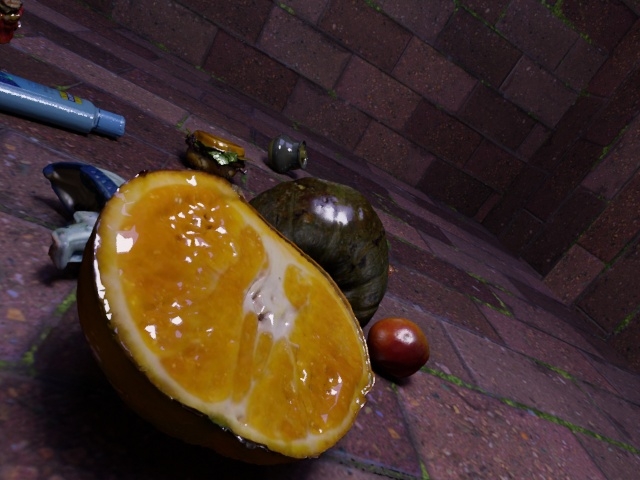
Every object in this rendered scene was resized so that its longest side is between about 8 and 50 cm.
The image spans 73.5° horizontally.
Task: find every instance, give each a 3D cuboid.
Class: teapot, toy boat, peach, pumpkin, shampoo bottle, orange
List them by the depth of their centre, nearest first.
[{"bbox_3d":[-0.091,0.077,0.445,0.274,0.274,0.310,55,-13,47],"label":"orange"},{"bbox_3d":[-0.305,-0.026,0.568,0.115,0.114,0.262,1,35,-46],"label":"toy boat"},{"bbox_3d":[0.134,0.181,0.736,0.101,0.100,0.100,28,20,-11],"label":"peach"},{"bbox_3d":[0.000,0.000,0.794,0.325,0.232,0.242,28,17,-19],"label":"pumpkin"},{"bbox_3d":[-0.540,-0.273,0.881,0.258,0.061,0.104,11,29,-45],"label":"shampoo bottle"},{"bbox_3d":[-0.104,-0.284,1.454,0.119,0.130,0.165,5,-16,13],"label":"teapot"}]

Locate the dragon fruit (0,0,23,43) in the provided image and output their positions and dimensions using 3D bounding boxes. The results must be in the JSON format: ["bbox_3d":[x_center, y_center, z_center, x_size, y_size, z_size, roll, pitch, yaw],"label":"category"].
[{"bbox_3d":[-0.728,-0.452,0.777,0.250,0.315,0.250,62,-8,15],"label":"dragon fruit"}]

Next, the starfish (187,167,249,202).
[{"bbox_3d":[-0.215,-0.090,0.931,0.299,0.060,0.302,12,14,-29],"label":"starfish"}]

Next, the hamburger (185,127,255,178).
[{"bbox_3d":[-0.262,-0.210,1.070,0.164,0.093,0.189,16,12,-30],"label":"hamburger"}]

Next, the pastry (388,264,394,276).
[{"bbox_3d":[0.094,0.052,1.048,0.169,0.063,0.087,30,11,9],"label":"pastry"}]
